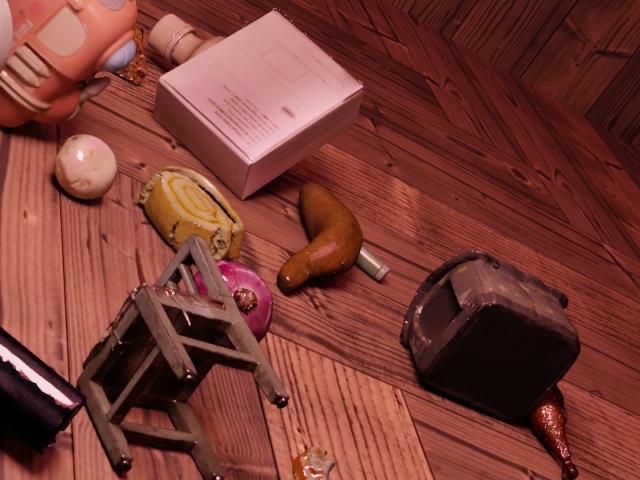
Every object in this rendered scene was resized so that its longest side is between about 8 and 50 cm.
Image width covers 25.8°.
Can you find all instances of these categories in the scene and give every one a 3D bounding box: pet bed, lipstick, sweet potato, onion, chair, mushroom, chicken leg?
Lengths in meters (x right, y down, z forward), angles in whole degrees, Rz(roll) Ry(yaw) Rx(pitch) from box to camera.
[{"bbox_3d":[0.233,0.120,1.952,0.211,0.183,0.159,25,25,-28],"label":"pet bed"},{"bbox_3d":[-0.397,0.048,1.288,0.418,0.077,0.077,36,21,4],"label":"lipstick"},{"bbox_3d":[0.007,0.002,2.017,0.108,0.079,0.346,6,24,3],"label":"sweet potato"},{"bbox_3d":[-0.112,0.080,1.645,0.115,0.115,0.104,22,-19,-32],"label":"onion"},{"bbox_3d":[-0.165,0.105,1.436,0.147,0.136,0.270,19,28,-41],"label":"chair"},{"bbox_3d":[-0.295,-0.091,1.752,0.083,0.067,0.083,11,71,-35],"label":"mushroom"},{"bbox_3d":[0.328,0.252,1.993,0.089,0.048,0.219,49,15,-21],"label":"chicken leg"}]

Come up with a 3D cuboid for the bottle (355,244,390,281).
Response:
[{"bbox_3d":[0.066,0.027,2.107,0.083,0.030,0.030,40,21,8],"label":"bottle"}]

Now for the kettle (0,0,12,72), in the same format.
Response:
[{"bbox_3d":[-0.471,-0.170,1.528,0.205,0.265,0.318,2,24,1],"label":"kettle"}]

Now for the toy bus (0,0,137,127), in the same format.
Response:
[{"bbox_3d":[-0.358,-0.272,1.768,0.232,0.288,0.194,50,20,-6],"label":"toy bus"}]

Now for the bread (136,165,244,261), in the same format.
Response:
[{"bbox_3d":[-0.167,-0.031,1.827,0.117,0.064,0.156,8,35,-43],"label":"bread"}]

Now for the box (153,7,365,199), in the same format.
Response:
[{"bbox_3d":[-0.091,-0.210,2.106,0.203,0.106,0.252,43,56,17],"label":"box"}]

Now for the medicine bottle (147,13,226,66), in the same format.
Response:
[{"bbox_3d":[-0.167,-0.267,2.258,0.252,0.114,0.114,39,21,10],"label":"medicine bottle"}]

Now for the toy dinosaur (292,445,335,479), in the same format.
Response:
[{"bbox_3d":[0.028,0.331,1.318,0.205,0.092,0.393,35,22,-2],"label":"toy dinosaur"}]

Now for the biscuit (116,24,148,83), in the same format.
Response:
[{"bbox_3d":[-0.312,-0.309,2.237,0.064,0.034,0.199,27,22,-23],"label":"biscuit"}]
